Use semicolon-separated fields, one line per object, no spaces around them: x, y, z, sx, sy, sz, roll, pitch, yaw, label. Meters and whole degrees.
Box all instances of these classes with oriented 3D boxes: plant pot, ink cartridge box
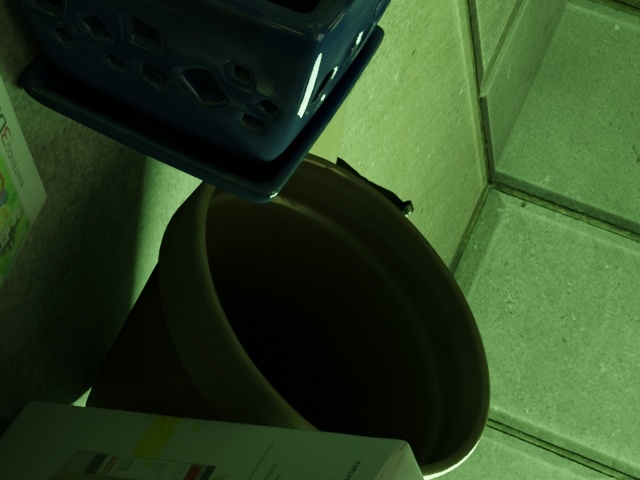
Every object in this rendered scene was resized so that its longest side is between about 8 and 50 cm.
-0.057;0.126;1.389;0.280;0.323;0.323;-42;-177;35;plant pot
-0.079;0.289;1.234;0.160;0.384;0.279;-54;131;-38;ink cartridge box
-0.070;-0.176;1.083;0.236;0.236;0.212;-57;168;-39;plant pot

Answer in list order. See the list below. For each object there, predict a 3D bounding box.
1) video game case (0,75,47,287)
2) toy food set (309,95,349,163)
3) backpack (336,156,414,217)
-0.248;0.003;1.018;0.193;0.023;0.212;83;25;-59;video game case
-0.036;-0.161;1.537;0.306;0.092;0.220;40;60;-76;toy food set
0.000;0.000;1.763;0.182;0.152;0.115;-48;160;-40;backpack
